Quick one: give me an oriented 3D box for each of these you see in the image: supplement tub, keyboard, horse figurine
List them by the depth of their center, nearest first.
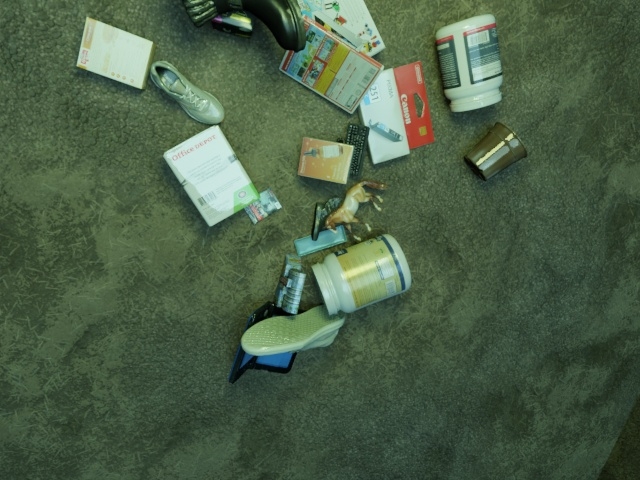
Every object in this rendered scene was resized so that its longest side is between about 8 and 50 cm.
[{"bbox_3d":[0.500,-0.589,1.433,0.191,0.191,0.272,-18,109,-5],"label":"supplement tub"},{"bbox_3d":[0.104,-0.319,1.498,0.108,0.023,0.180,17,116,15],"label":"keyboard"},{"bbox_3d":[0.133,-0.120,1.554,0.174,0.066,0.263,31,89,-23],"label":"horse figurine"},{"bbox_3d":[0.144,0.128,1.558,0.316,0.228,0.228,-20,109,-5],"label":"supplement tub"}]

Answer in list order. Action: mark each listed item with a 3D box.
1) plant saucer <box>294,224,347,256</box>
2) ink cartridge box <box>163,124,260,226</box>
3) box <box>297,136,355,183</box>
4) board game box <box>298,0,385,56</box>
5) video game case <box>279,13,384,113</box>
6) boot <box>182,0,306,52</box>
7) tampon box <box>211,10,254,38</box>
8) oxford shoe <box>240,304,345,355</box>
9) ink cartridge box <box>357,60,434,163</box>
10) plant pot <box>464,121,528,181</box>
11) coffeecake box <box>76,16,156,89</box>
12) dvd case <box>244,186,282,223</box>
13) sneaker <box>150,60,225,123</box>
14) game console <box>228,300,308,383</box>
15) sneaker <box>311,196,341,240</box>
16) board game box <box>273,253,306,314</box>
[{"bbox_3d":[0.000,0.000,1.604,0.192,0.018,0.067,-18,109,-6],"label":"plant saucer"},{"bbox_3d":[-0.354,-0.217,1.416,0.198,0.115,0.272,-29,110,-2],"label":"ink cartridge box"},{"bbox_3d":[0.021,-0.274,1.460,0.171,0.091,0.130,11,105,6],"label":"box"},{"bbox_3d":[0.047,-0.675,1.304,0.193,0.053,0.305,-25,134,19],"label":"board game box"},{"bbox_3d":[0.029,-0.547,1.355,0.285,0.204,0.025,28,54,-12],"label":"video game case"},{"bbox_3d":[-0.219,-0.621,1.135,0.260,0.131,0.348,-32,97,-10],"label":"boot"},{"bbox_3d":[-0.255,-0.678,1.272,0.120,0.161,0.101,10,104,-13],"label":"tampon box"},{"bbox_3d":[-0.086,0.346,1.543,0.449,0.169,0.130,-8,124,-45],"label":"oxford shoe"},{"bbox_3d":[0.267,-0.448,1.496,0.261,0.066,0.296,-18,109,-4],"label":"ink cartridge box"},{"bbox_3d":[0.632,-0.314,1.566,0.165,0.167,0.167,-41,110,10],"label":"plant pot"},{"bbox_3d":[-0.611,-0.558,1.287,0.186,0.068,0.142,17,103,-16],"label":"coffeecake box"},{"bbox_3d":[-0.209,-0.124,1.527,0.119,0.013,0.087,-31,110,1],"label":"dvd case"},{"bbox_3d":[-0.417,-0.452,1.329,0.262,0.121,0.099,34,98,-19],"label":"sneaker"},{"bbox_3d":[-0.186,0.398,1.612,0.173,0.250,0.293,22,102,11],"label":"game console"},{"bbox_3d":[0.021,-0.078,1.563,0.089,0.051,0.170,7,93,-13],"label":"sneaker"},{"bbox_3d":[-0.110,0.151,1.559,0.060,0.194,0.194,12,90,-15],"label":"board game box"}]
